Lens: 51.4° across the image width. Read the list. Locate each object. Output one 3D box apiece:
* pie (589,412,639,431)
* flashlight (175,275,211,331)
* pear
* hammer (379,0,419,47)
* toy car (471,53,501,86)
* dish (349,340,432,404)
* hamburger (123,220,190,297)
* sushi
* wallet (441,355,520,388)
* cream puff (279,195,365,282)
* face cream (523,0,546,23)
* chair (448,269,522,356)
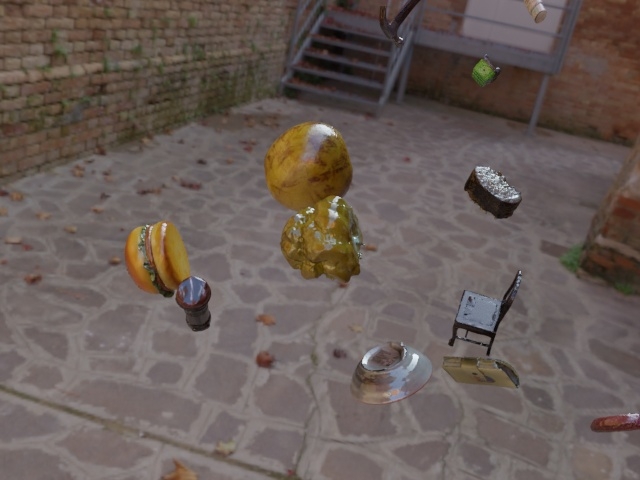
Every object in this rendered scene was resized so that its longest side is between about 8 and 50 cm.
[{"bbox_3d":[0.681,0.411,1.494,0.154,0.036,0.154,-3,-20,-1],"label":"pie"},{"bbox_3d":[-0.330,0.174,1.770,0.092,0.232,0.093,2,65,-5],"label":"flashlight"},{"bbox_3d":[-0.037,-0.216,2.010,0.280,0.281,0.281,10,21,-4],"label":"pear"},{"bbox_3d":[0.300,-0.788,2.184,0.137,0.290,0.037,40,-6,-29],"label":"hammer"},{"bbox_3d":[0.512,-0.522,2.074,0.071,0.062,0.165,50,9,4],"label":"toy car"},{"bbox_3d":[0.199,0.376,1.992,0.260,0.085,0.260,-17,20,7],"label":"dish"},{"bbox_3d":[-0.522,0.063,2.089,0.169,0.246,0.246,-13,20,6],"label":"hamburger"},{"bbox_3d":[0.445,-0.124,1.733,0.090,0.078,0.150,-29,64,-34],"label":"sushi"},{"bbox_3d":[0.366,0.299,1.531,0.155,0.039,0.110,-4,-36,39],"label":"wallet"},{"bbox_3d":[-0.001,-0.005,1.507,0.194,0.195,0.221,12,23,1],"label":"cream puff"},{"bbox_3d":[0.335,-0.398,1.070,0.020,0.038,0.115,-4,60,-14],"label":"face cream"},{"bbox_3d":[0.379,0.154,1.537,0.113,0.229,0.106,16,47,13],"label":"chair"}]
